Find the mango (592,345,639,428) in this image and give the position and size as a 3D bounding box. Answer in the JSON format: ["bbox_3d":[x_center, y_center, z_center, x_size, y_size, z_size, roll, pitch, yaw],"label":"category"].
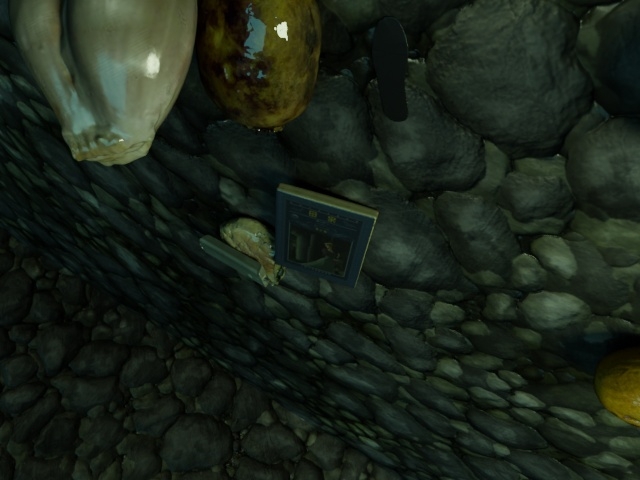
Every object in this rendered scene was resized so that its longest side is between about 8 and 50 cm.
[{"bbox_3d":[0.579,0.249,0.736,0.295,0.120,0.177,10,143,34],"label":"mango"}]

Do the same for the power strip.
[{"bbox_3d":[-0.201,0.051,1.178,0.253,0.027,0.060,26,150,31],"label":"power strip"}]

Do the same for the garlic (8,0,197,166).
[{"bbox_3d":[-0.239,-0.289,0.644,0.232,0.340,0.245,-19,127,20],"label":"garlic"}]

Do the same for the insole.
[{"bbox_3d":[0.096,-0.223,0.650,0.053,0.002,0.152,14,143,29],"label":"insole"}]

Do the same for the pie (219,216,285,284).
[{"bbox_3d":[-0.168,0.020,1.177,0.185,0.052,0.218,26,150,10],"label":"pie"}]

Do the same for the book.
[{"bbox_3d":[0.000,0.000,0.985,0.191,0.025,0.269,16,147,4],"label":"book"}]

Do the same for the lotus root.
[{"bbox_3d":[-0.083,-0.257,0.635,0.169,0.141,0.314,31,147,12],"label":"lotus root"}]
